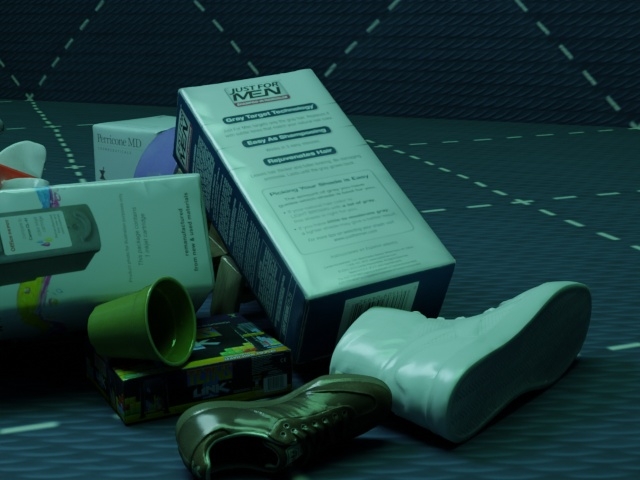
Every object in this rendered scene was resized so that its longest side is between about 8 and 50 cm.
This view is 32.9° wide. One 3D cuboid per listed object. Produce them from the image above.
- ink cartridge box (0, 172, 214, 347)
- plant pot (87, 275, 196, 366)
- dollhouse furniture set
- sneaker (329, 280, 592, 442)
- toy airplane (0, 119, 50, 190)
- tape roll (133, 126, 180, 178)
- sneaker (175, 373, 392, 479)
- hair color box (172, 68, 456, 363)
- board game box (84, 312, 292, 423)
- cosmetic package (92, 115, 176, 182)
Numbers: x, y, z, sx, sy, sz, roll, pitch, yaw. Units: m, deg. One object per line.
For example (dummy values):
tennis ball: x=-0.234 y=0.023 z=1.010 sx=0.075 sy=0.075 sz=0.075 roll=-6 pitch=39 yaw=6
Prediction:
ink cartridge box: x=-0.281 y=0.031 z=1.130 sx=0.306 sy=0.131 sz=0.226 roll=-7 pitch=-12 yaw=-16
plant pot: x=-0.171 y=0.080 z=1.010 sx=0.079 sy=0.083 sz=0.083 roll=-9 pitch=10 yaw=24
dollhouse furniture set: x=-0.087 y=0.031 z=1.352 sx=0.212 sy=0.161 sz=0.242 roll=-12 pitch=40 yaw=-38
sneaker: x=0.136 y=0.091 z=1.059 sx=0.169 sy=0.108 sz=0.292 roll=14 pitch=21 yaw=38
toy airplane: x=-0.617 y=-0.141 z=1.703 sx=0.386 sy=0.272 sz=0.384 roll=-12 pitch=-8 yaw=12
tape roll: x=-0.174 y=-0.070 z=1.565 sx=0.080 sy=0.189 sz=0.189 roll=11 pitch=18 yaw=39
sneaker: x=-0.023 y=0.165 z=0.900 sx=0.188 sy=0.066 sz=0.071 roll=-10 pitch=32 yaw=-13
hair color box: x=-0.019 y=-0.040 z=1.188 sx=0.174 sy=0.105 sz=0.347 roll=-12 pitch=48 yaw=-24
board game box: x=-0.133 y=0.122 z=1.076 sx=0.170 sy=0.048 sz=0.141 roll=-8 pitch=16 yaw=-26
cosmetic package: x=-0.243 y=-0.092 z=1.671 sx=0.151 sy=0.183 sz=0.151 roll=10 pitch=17 yaw=39
